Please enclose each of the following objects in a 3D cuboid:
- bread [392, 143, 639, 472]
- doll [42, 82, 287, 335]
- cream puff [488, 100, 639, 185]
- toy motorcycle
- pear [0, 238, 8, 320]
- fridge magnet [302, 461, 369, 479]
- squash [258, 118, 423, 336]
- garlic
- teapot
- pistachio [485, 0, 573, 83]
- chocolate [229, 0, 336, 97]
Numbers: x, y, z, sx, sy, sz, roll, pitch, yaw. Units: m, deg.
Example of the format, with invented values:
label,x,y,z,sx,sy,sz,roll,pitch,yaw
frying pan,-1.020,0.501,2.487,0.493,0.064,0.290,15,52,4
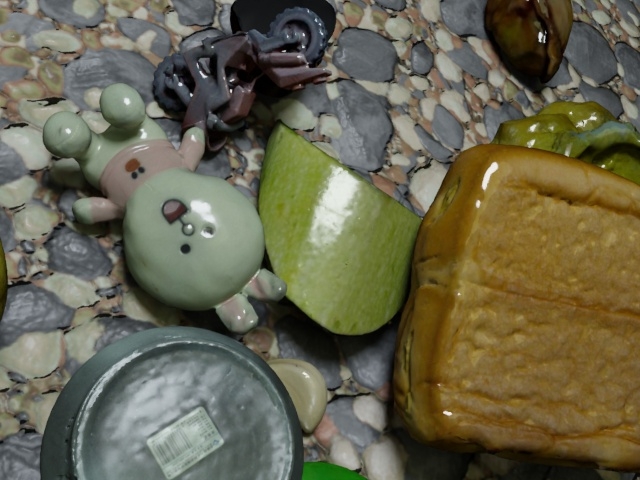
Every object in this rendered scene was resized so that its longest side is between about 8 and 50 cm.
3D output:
label,x,y,z,sx,sy,sz,roll,pitch,yaw
bread,0.244,0.074,0.731,0.337,0.148,0.327,10,84,-19
doll,-0.145,-0.030,0.663,0.155,0.113,0.275,-42,93,-12
cream puff,0.356,-0.074,0.884,0.282,0.185,0.281,13,60,-23
toy motorcycle,-0.084,-0.171,0.731,0.084,0.213,0.118,-13,89,-69
pear,-0.332,0.027,0.499,0.197,0.197,0.197,11,62,-21
fridge magnet,-0.006,0.303,0.582,0.208,0.088,0.207,11,62,-22
squash,0.009,-0.010,0.746,0.237,0.204,0.155,33,96,-7
garlic,-0.022,0.150,0.677,0.083,0.041,0.053,44,97,5
teapot,-0.135,0.178,0.498,0.203,0.225,0.171,-21,75,-31
pistachio,0.329,-0.340,1.038,0.165,0.131,0.210,33,44,-59
chocolate,-0.059,-0.238,0.823,0.125,0.080,0.148,21,67,-5
